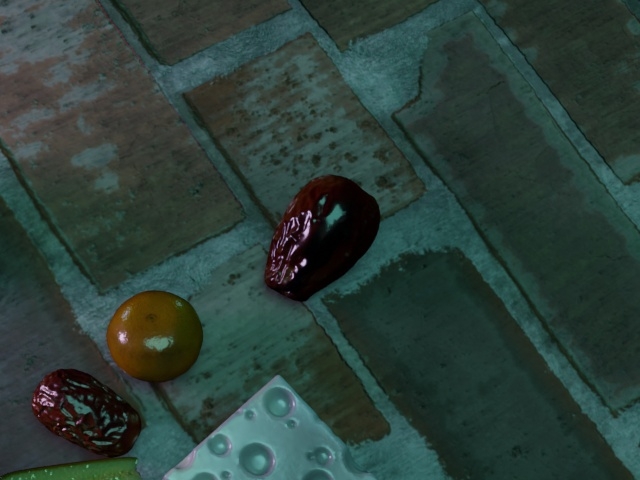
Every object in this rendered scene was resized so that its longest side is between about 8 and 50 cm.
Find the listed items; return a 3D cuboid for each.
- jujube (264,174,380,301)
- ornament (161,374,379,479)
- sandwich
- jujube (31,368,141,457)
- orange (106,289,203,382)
[{"bbox_3d":[0.000,0.000,2.004,0.168,0.168,0.236,34,81,2],"label":"jujube"},{"bbox_3d":[-0.088,0.395,1.759,0.240,0.239,0.239,46,64,8],"label":"ornament"},{"bbox_3d":[-0.396,0.389,1.765,0.244,0.088,0.090,-6,64,-29],"label":"sandwich"},{"bbox_3d":[-0.365,0.270,1.816,0.176,0.109,0.112,30,41,-1],"label":"jujube"},{"bbox_3d":[-0.269,0.159,1.884,0.156,0.124,0.156,2,52,-2],"label":"orange"}]
